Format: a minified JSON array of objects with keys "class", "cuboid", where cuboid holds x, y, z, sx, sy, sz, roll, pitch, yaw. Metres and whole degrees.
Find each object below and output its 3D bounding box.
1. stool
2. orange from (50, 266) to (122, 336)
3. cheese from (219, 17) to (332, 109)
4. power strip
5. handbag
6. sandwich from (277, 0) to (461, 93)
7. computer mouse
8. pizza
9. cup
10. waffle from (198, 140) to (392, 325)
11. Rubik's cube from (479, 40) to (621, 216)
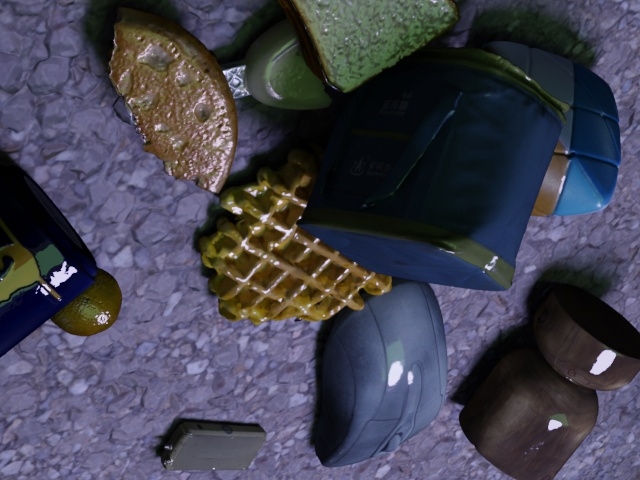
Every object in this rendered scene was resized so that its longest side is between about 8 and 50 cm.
[{"class":"stool","cuboid":[0.355,0.222,2.291,0.179,0.179,0.264,13,119,-42]},{"class":"orange","cuboid":[-0.281,0.070,1.763,0.095,0.085,0.085,26,110,-36]},{"class":"cheese","cuboid":[-0.069,-0.192,1.695,0.235,0.049,0.127,-15,128,-14]},{"class":"power strip","cuboid":[-0.154,0.289,2.101,0.169,0.028,0.076,10,121,-43]},{"class":"handbag","cuboid":[0.128,-0.084,1.732,0.222,0.263,0.241,28,74,-44]},{"class":"sandwich","cuboid":[0.037,-0.286,1.621,0.186,0.065,0.214,-35,119,-4]},{"class":"computer mouse","cuboid":[0.095,0.215,2.150,0.188,0.122,0.371,-15,138,-23]},{"class":"pizza","cuboid":[-0.158,-0.157,1.631,0.127,0.058,0.246,-35,123,8]},{"class":"cup","cuboid":[-0.398,0.030,1.571,0.256,0.178,0.255,-39,141,-2]},{"class":"waffle","cuboid":[-0.010,0.002,1.913,0.329,0.062,0.329,-21,137,-20]},{"class":"Rubik's cube","cuboid":[0.281,-0.176,1.917,0.254,0.254,0.254,-20,137,-20]}]
